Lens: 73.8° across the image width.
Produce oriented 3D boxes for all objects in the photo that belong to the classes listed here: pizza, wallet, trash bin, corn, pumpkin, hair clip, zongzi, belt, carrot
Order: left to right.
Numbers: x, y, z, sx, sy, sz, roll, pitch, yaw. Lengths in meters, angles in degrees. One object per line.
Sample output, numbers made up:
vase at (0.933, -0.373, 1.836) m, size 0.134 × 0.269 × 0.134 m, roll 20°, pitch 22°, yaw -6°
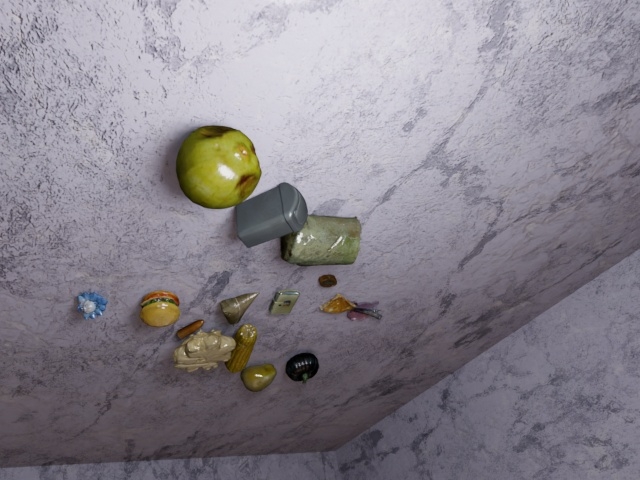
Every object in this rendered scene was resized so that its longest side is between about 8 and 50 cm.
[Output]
carrot at (-0.584, 0.398, 1.931) m, size 0.139 × 0.048 × 0.048 m, roll -31°, pitch 138°, yaw 12°
corn at (-0.392, 0.536, 2.102) m, size 0.121 × 0.120 × 0.363 m, roll 6°, pitch 134°, yaw -26°
zongzi at (-0.340, 0.305, 1.898) m, size 0.178 × 0.081 × 0.189 m, roll -21°, pitch 147°, yaw -11°
trash bin at (-0.161, -0.089, 1.432) m, size 0.236 × 0.176 × 0.101 m, roll -21°, pitch 141°, yaw 10°
wallet at (-0.168, 0.281, 1.952) m, size 0.110 × 0.039 × 0.155 m, roll 3°, pitch 137°, yaw -27°
pumpkin at (-0.101, 0.707, 2.387) m, size 0.194 × 0.150 × 0.194 m, roll -26°, pitch 130°, yaw -37°
belt at (0.034, 0.179, 1.910) m, size 0.083 × 0.036 × 0.059 m, roll 4°, pitch 129°, yaw -24°
pizza at (0.083, 0.304, 2.060) m, size 0.178 × 0.041 × 0.131 m, roll -12°, pitch 134°, yaw -1°
hair clip at (0.224, 0.365, 2.183) m, size 0.187 × 0.056 × 0.146 m, roll 10°, pitch 130°, yaw -13°

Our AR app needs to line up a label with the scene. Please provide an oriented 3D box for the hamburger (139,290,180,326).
hamburger at (-0.646, 0.277, 1.717) m, size 0.162 × 0.115 × 0.162 m, roll -10°, pitch 137°, yaw -9°

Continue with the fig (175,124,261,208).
fig at (-0.306, -0.196, 1.214) m, size 0.271 × 0.239 × 0.239 m, roll -28°, pitch 141°, yaw 34°

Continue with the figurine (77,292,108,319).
figurine at (-0.866, 0.246, 1.632) m, size 0.114 × 0.079 × 0.114 m, roll 0°, pitch 95°, yaw -1°

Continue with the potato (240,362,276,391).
potato at (-0.339, 0.752, 2.360) m, size 0.194 × 0.157 × 0.157 m, roll -22°, pitch 142°, yaw -15°

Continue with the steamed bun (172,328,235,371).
steamed bun at (-0.540, 0.492, 1.972) m, size 0.292 × 0.137 × 0.295 m, roll -23°, pitch 147°, yaw 7°

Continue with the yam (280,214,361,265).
yam at (0.000, 0.000, 1.579) m, size 0.300 × 0.195 × 0.195 m, roll 0°, pitch 137°, yaw -20°
